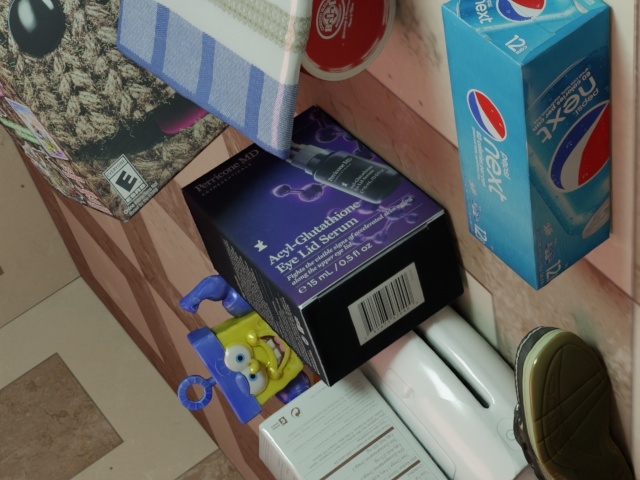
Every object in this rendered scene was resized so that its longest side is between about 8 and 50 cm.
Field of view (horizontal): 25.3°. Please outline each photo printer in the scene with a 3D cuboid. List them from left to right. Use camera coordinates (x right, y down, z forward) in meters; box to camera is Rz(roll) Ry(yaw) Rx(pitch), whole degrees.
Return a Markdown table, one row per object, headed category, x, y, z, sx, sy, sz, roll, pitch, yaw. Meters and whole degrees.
| category | x | y | z | sx | sy | sz | roll | pitch | yaw |
| --- | --- | --- | --- | --- | --- | --- | --- | --- | --- |
| photo printer | 0.117 | 0.177 | 1.339 | 0.256 | 0.107 | 0.307 | 47 | 162 | 29 |

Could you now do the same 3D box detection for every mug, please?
| category | x | y | z | sx | sy | sz | roll | pitch | yaw |
| --- | --- | --- | --- | --- | --- | --- | --- | --- | --- |
| mug | -0.037 | -0.197 | 1.031 | 0.169 | 0.113 | 0.150 | 35 | 156 | 46 |

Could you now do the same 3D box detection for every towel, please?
| category | x | y | z | sx | sy | sz | roll | pitch | yaw |
| --- | --- | --- | --- | --- | --- | --- | --- | --- | --- |
| towel | -0.065 | -0.222 | 0.962 | 0.209 | 0.034 | 0.285 | 36 | 129 | 38 |

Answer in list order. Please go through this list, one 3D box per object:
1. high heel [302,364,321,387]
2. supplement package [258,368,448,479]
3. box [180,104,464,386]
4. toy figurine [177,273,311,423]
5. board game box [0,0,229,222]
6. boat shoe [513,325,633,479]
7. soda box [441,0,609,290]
| category | x | y | z | sx | sy | sz | roll | pitch | yaw |
| --- | --- | --- | --- | --- | --- | --- | --- | --- | --- |
| high heel | 0.003 | 0.202 | 1.805 | 0.117 | 0.082 | 0.244 | 26 | 162 | 43 |
| supplement package | 0.039 | 0.216 | 1.249 | 0.179 | 0.105 | 0.105 | 51 | 163 | 17 |
| box | 0.000 | 0.000 | 1.241 | 0.207 | 0.153 | 0.108 | 41 | 159 | 42 |
| toy figurine | -0.057 | 0.138 | 1.591 | 0.363 | 0.217 | 0.191 | 60 | 165 | -14 |
| board game box | -0.186 | -0.204 | 1.142 | 0.141 | 0.232 | 0.291 | 20 | 151 | 56 |
| boat shoe | 0.184 | 0.145 | 1.115 | 0.073 | 0.080 | 0.223 | 32 | 157 | 46 |
| soda box | 0.128 | -0.066 | 0.863 | 0.071 | 0.067 | 0.210 | 45 | 162 | 35 |
